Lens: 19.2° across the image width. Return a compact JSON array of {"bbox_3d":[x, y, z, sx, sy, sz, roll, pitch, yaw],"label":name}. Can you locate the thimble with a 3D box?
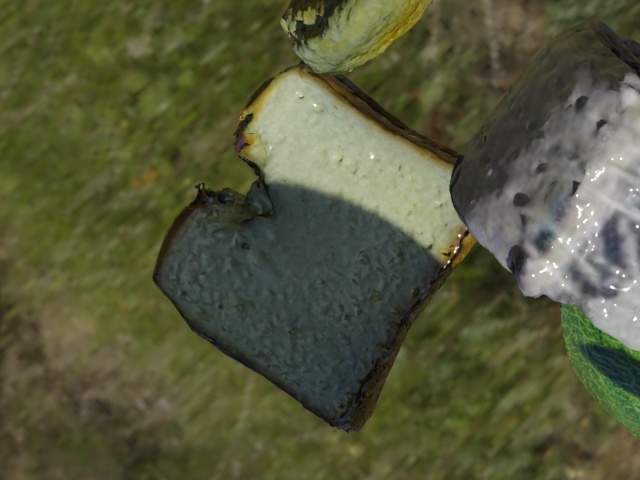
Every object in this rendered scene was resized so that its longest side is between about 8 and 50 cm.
[{"bbox_3d":[0.209,-0.038,1.289,0.217,0.245,0.157,33,107,4],"label":"thimble"}]

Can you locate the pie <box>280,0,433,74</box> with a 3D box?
[{"bbox_3d":[0.074,-0.207,1.141,0.078,0.277,0.277,44,152,2],"label":"pie"}]

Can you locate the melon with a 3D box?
[{"bbox_3d":[0.306,0.095,1.684,0.196,0.124,0.323,9,152,43],"label":"melon"}]

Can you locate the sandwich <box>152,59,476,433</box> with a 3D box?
[{"bbox_3d":[0.000,0.000,1.689,0.249,0.273,0.095,34,-166,7],"label":"sandwich"}]
